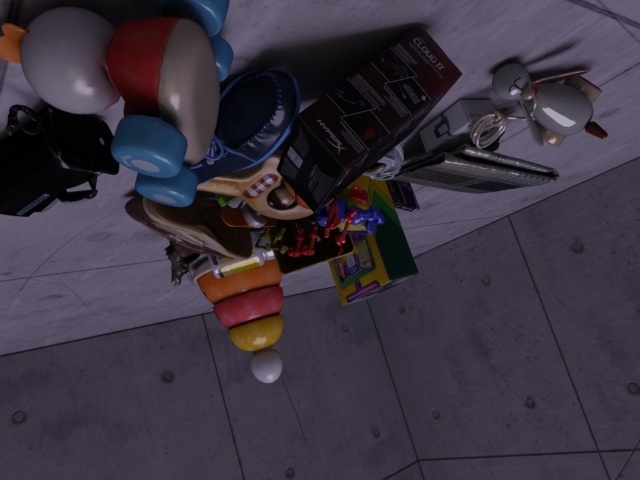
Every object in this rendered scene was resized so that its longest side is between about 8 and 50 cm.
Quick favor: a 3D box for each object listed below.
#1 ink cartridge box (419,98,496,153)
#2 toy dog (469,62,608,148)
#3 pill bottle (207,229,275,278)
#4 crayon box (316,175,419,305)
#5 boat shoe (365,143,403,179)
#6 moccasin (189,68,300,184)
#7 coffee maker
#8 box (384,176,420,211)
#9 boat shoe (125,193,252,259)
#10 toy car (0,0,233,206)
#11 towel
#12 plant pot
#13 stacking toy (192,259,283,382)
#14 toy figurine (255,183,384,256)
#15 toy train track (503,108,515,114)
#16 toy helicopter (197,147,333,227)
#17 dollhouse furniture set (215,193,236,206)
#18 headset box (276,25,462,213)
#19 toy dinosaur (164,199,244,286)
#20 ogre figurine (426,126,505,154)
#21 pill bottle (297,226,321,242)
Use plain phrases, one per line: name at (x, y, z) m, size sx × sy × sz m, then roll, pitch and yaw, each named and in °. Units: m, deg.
ink cartridge box at (0.325, -0.267, 1.264) m, size 0.109 × 0.063 × 0.150 m, roll -9°, pitch 166°, yaw -32°
toy dog at (0.506, -0.277, 1.159) m, size 0.333 × 0.161 × 0.220 m, roll -16°, pitch 137°, yaw -28°
pill bottle at (-0.248, 0.038, 1.722) m, size 0.208 × 0.119 × 0.119 m, roll -16°, pitch 169°, yaw -2°
crayon box at (0.120, 0.003, 1.607) m, size 0.105 × 0.314 × 0.363 m, roll -13°, pitch 168°, yaw -22°
boat shoe at (0.090, -0.180, 1.154) m, size 0.118 × 0.103 × 0.320 m, roll 4°, pitch 176°, yaw 26°
moccasin at (-0.177, -0.160, 0.861) m, size 0.341 × 0.138 × 0.116 m, roll -27°, pitch 160°, yaw 37°
coffee maker at (-0.421, -0.121, 0.794) m, size 0.178 × 0.120 × 0.171 m, roll -23°, pitch 144°, yaw 23°
box at (0.234, -0.145, 1.574) m, size 0.029 × 0.116 × 0.162 m, roll -25°, pitch 166°, yaw 27°
boat shoe at (-0.297, -0.030, 1.255) m, size 0.123 × 0.124 × 0.342 m, roll -16°, pitch 156°, yaw 29°
toy car at (-0.243, -0.186, 0.622) m, size 0.237 × 0.220 × 0.210 m, roll 13°, pitch 166°, yaw -3°
towel at (0.373, -0.176, 1.380) m, size 0.323 × 0.056 × 0.312 m, roll 6°, pitch 177°, yaw -19°
plant pot at (-0.028, -0.041, 1.504) m, size 0.212 × 0.213 × 0.187 m, roll -19°, pitch 179°, yaw 7°
stacking toy at (-0.248, 0.285, 1.977) m, size 0.350 × 0.481 × 0.351 m, roll -17°, pitch 168°, yaw -4°
toy figurine at (0.031, -0.036, 1.320) m, size 0.217 × 0.192 × 0.362 m, roll 16°, pitch 169°, yaw -38°
toy train track at (0.464, -0.317, 1.364) m, size 0.048 × 0.014 × 0.083 m, roll -27°, pitch 173°, yaw 10°
toy helicopter at (-0.156, -0.108, 1.119) m, size 0.354 × 0.140 × 0.235 m, roll 6°, pitch 141°, yaw -25°
dollhouse furniture set at (-0.205, -0.125, 1.264) m, size 0.076 × 0.059 × 0.152 m, roll -27°, pitch -174°, yaw 12°
headset box at (0.082, -0.200, 0.894) m, size 0.293 × 0.110 × 0.218 m, roll -41°, pitch 178°, yaw -19°
toy dinosaur at (-0.320, -0.022, 1.407) m, size 0.313 × 0.121 × 0.160 m, roll -44°, pitch 161°, yaw 9°
ogre figurine at (0.390, -0.244, 1.407) m, size 0.197 × 0.097 × 0.118 m, roll -41°, pitch 147°, yaw 16°
pill bottle at (0.000, 0.000, 1.934) m, size 0.193 × 0.108 × 0.108 m, roll -12°, pitch 168°, yaw -26°
